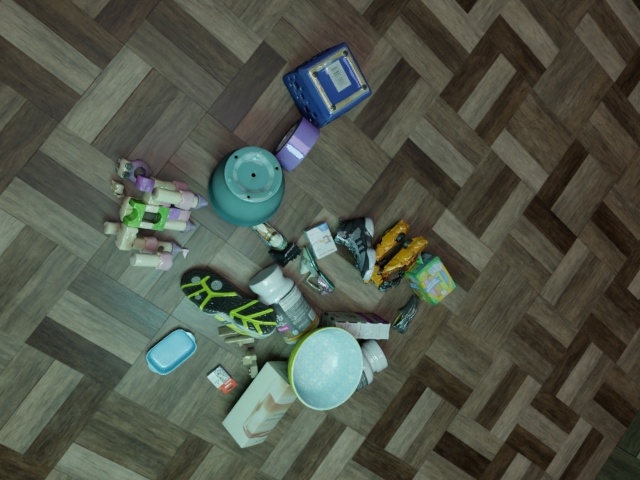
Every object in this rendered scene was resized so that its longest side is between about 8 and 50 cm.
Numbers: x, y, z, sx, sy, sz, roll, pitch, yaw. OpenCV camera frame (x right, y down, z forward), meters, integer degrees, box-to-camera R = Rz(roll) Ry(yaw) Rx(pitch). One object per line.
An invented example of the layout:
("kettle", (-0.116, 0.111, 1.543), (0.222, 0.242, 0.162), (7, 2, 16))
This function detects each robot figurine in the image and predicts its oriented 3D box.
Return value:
("robot figurine", (0.280, 0.070, 1.835), (0.291, 0.085, 0.211), (-45, 65, -2))

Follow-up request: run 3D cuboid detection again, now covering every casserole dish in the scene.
("casserole dish", (-0.544, 0.403, 1.675), (0.188, 0.037, 0.114), (-39, 106, -10))

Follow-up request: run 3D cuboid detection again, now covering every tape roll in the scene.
("tape roll", (-0.091, -0.344, 1.641), (0.080, 0.189, 0.189), (37, 85, -18))

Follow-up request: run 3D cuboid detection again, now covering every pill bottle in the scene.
("pill bottle", (0.098, 0.520, 1.821), (0.319, 0.176, 0.176), (-26, 104, -13))
("pill bottle", (-0.137, 0.238, 1.717), (0.162, 0.162, 0.278), (-37, 106, -10))

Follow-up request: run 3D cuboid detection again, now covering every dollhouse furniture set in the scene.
("dollhouse furniture set", (-0.308, 0.415, 1.710), (0.123, 0.144, 0.151), (-7, 114, -12))

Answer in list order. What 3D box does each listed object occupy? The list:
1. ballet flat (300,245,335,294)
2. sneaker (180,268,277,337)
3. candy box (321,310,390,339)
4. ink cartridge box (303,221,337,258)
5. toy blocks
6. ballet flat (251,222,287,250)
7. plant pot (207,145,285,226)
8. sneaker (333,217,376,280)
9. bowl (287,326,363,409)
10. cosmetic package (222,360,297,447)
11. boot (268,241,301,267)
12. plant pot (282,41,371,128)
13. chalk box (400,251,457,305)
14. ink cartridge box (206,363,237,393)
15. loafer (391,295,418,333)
("ballet flat", (-0.029, 0.127, 1.790), (0.079, 0.077, 0.221), (-31, 106, 9))
("sneaker", (-0.340, 0.244, 1.639), (0.385, 0.147, 0.145), (32, 57, 8))
("candy box", (0.137, 0.336, 1.818), (0.233, 0.159, 0.071), (6, 94, -17))
("ink cartridge box", (0.000, 0.000, 1.786), (0.088, 0.052, 0.122), (-26, 105, -13))
("toy blocks", (-0.531, -0.083, 1.549), (0.260, 0.309, 0.288), (8, 109, -51))
("ballet flat", (-0.196, -0.023, 1.715), (0.188, 0.070, 0.070), (38, 85, -19))
("plant pot", (-0.241, -0.196, 1.549), (0.272, 0.255, 0.271), (1, 84, -14))
("sneaker", (0.128, 0.028, 1.775), (0.153, 0.101, 0.268), (5, 61, -7))
("bowl", (-0.005, 0.444, 1.659), (0.289, 0.156, 0.289), (-1, 92, -27))
("cosmetic package", (-0.205, 0.604, 1.706), (0.296, 0.129, 0.153), (-54, 151, 7))
("boot", (-0.133, 0.044, 1.734), (0.099, 0.045, 0.121), (-42, 139, 0))
("plant pot", (0.032, -0.555, 1.640), (0.236, 0.212, 0.236), (-34, 106, -10))
("chalk box", (0.436, 0.139, 1.902), (0.132, 0.132, 0.213), (-39, 106, -10))
("ink cartridge box", (-0.373, 0.535, 1.750), (0.063, 0.029, 0.115), (-39, 106, -10))
("loafer", (0.359, 0.310, 1.938), (0.061, 0.062, 0.170), (24, 88, -14))
